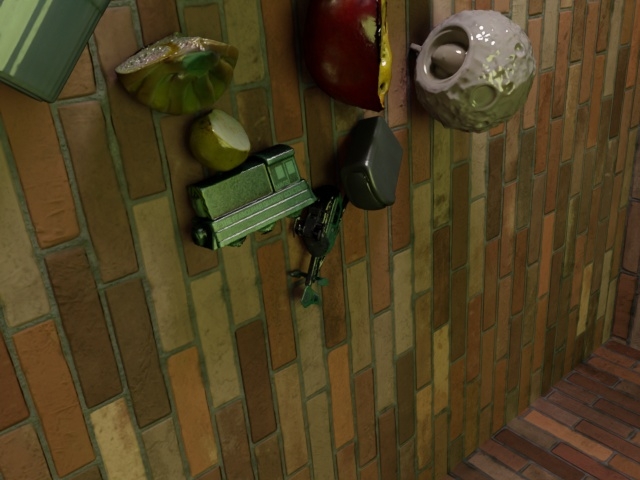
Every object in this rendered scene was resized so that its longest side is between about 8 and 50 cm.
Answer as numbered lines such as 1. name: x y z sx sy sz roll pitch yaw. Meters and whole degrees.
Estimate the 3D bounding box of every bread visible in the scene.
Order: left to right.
1. bread: -0.269 -0.337 1.216 0.260 0.158 0.156 -39 130 -22

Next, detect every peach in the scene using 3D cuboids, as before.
1. peach: 0.066 -0.471 1.438 0.362 0.201 0.258 79 17 -45

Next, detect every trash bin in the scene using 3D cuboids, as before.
1. trash bin: 0.143 -0.200 1.614 0.177 0.101 0.237 47 48 -39

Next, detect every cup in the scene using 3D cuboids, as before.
1. cup: -0.497 -0.420 0.914 0.331 0.256 0.312 27 88 -45

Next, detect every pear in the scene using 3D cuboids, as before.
1. pear: -0.233 -0.216 1.321 0.104 0.141 0.141 -34 140 26

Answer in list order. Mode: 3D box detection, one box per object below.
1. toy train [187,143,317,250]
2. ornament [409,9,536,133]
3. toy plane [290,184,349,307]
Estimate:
1. toy train: -0.172 -0.105 1.406 0.330 0.138 0.178 -27 112 -29
2. ornament: 0.439 -0.471 1.666 0.336 0.337 0.338 -16 115 -37
3. toy plane: 0.000 0.000 1.613 0.155 0.106 0.382 12 91 -59
